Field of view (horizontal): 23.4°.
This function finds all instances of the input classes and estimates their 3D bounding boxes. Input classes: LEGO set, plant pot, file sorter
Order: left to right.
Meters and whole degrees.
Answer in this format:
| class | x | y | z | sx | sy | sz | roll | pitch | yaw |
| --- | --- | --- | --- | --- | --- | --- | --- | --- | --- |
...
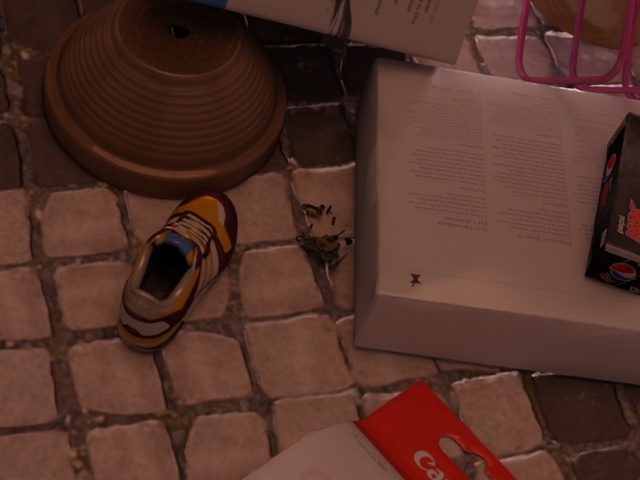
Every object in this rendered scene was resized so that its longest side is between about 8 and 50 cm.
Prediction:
| class | x | y | z | sx | sy | sz | roll | pitch | yaw |
| --- | --- | --- | --- | --- | --- | --- | --- | --- | --- |
| plant pot | -0.143 | -0.164 | 1.475 | 0.237 | 0.109 | 0.237 | 7 | 53 | -9 |
| LEGO set | 0.002 | 0.000 | 1.451 | 0.054 | 0.023 | 0.083 | 17 | 38 | -5 |
| file sorter | 0.367 | -0.225 | 1.551 | 0.291 | 0.202 | 0.182 | 7 | 94 | -25 |

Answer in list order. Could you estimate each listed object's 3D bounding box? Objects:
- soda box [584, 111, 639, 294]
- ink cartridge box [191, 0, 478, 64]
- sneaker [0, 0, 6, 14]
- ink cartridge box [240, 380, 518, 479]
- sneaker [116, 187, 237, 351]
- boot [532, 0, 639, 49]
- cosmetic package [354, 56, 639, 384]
| class | x | y | z | sx | sy | sz | roll | pitch | yaw |
| --- | --- | --- | --- | --- | --- | --- | --- | --- | --- |
| soda box | 0.288 | -0.035 | 1.410 | 0.060 | 0.053 | 0.169 | 19 | 53 | -1 |
| ink cartridge box | -0.015 | -0.291 | 1.508 | 0.307 | 0.129 | 0.223 | 11 | 20 | -19 |
| sneaker | -0.416 | -0.227 | 1.446 | 0.252 | 0.111 | 0.103 | -14 | 59 | -24 |
| ink cartridge box | 0.068 | 0.223 | 1.279 | 0.232 | 0.066 | 0.189 | -33 | 68 | -28 |
| sneaker | -0.118 | 0.010 | 1.366 | 0.070 | 0.084 | 0.185 | 22 | 52 | 2 |
| boot | 0.271 | -0.355 | 1.739 | 0.295 | 0.104 | 0.211 | 37 | 41 | 0 |
| cosmetic package | 0.222 | -0.014 | 1.469 | 0.377 | 0.097 | 0.284 | 9 | 50 | -9 |
